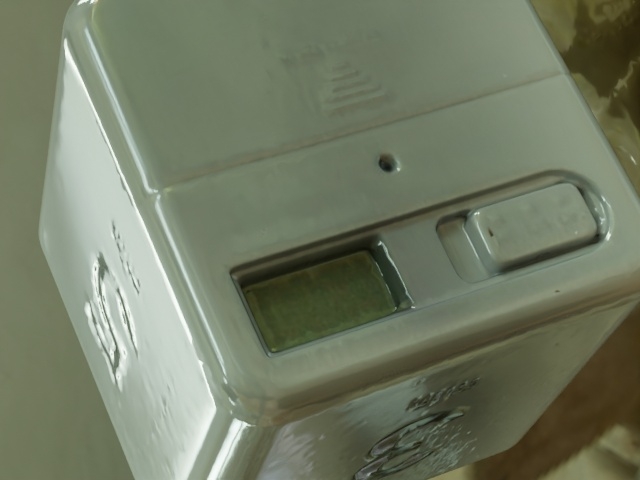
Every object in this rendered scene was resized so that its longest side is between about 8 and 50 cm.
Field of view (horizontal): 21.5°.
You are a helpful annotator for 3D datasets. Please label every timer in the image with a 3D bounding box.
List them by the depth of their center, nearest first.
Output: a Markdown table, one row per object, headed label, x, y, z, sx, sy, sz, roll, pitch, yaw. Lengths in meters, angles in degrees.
| label | x | y | z | sx | sy | sz | roll | pitch | yaw |
| --- | --- | --- | --- | --- | --- | --- | --- | --- | --- |
| timer | 0.000 | 0.000 | 0.729 | 0.192 | 0.194 | 0.195 | -17 | -21 | -21 |

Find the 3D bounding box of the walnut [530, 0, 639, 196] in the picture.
| label | x | y | z | sx | sy | sz | roll | pitch | yaw |
| --- | --- | --- | --- | --- | --- | --- | --- | --- | --- |
| walnut | 0.259 | -0.160 | 0.917 | 0.381 | 0.381 | 0.381 | -31 | -44 | -35 |
